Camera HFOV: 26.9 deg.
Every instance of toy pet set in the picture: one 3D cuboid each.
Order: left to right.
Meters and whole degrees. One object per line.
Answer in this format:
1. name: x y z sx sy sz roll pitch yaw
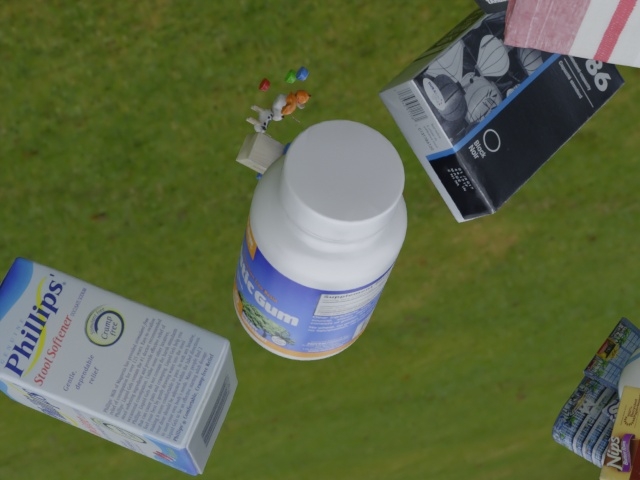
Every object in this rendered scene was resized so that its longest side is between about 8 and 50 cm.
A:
1. toy pet set: -0.036 -0.122 1.477 0.065 0.114 0.122 26 171 -22

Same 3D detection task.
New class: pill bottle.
1. pill bottle: 0.000 0.000 1.316 0.152 0.152 0.272 -17 156 -18

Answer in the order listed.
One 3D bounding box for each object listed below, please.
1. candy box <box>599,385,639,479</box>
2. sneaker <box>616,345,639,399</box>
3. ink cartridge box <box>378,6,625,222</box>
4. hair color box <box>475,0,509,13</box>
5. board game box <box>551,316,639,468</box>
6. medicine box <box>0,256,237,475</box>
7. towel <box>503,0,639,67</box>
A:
1. candy box: 0.362 0.242 1.454 0.053 0.109 0.186 9 159 29
2. sneaker: 0.454 0.128 1.571 0.237 0.085 0.086 -29 173 -6
3. ink cartridge box: 0.215 -0.178 1.416 0.333 0.165 0.065 -44 -164 -34
4. hair color box: 0.146 -0.346 1.122 0.185 0.113 0.374 -5 153 33
5. board game box: 0.443 0.229 1.811 0.194 0.194 0.060 -51 142 -15
6. medicine box: -0.266 0.166 1.703 0.289 0.149 0.263 21 164 5
7. towel: 0.318 -0.196 1.021 0.329 0.037 0.237 10 158 1
